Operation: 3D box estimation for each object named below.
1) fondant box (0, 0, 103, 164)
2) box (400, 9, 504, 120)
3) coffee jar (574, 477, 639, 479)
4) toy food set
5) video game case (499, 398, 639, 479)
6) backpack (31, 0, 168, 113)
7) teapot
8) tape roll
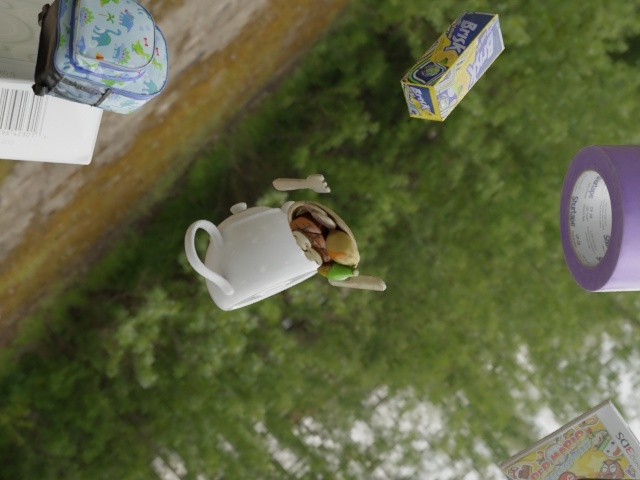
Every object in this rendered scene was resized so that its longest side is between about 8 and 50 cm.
[{"bbox_3d":[-0.391,-0.209,1.294,0.238,0.330,0.096,3,121,-29],"label":"fondant box"},{"bbox_3d":[0.175,-0.231,1.573,0.054,0.059,0.169,14,-130,35],"label":"box"},{"bbox_3d":[0.301,0.269,1.132,0.079,0.096,0.184,-58,-173,-20],"label":"coffee jar"},{"bbox_3d":[0.000,0.000,1.639,0.038,0.192,0.132,-44,-154,-30],"label":"toy food set"},{"bbox_3d":[0.456,0.414,2.055,0.227,0.206,0.026,-35,180,18],"label":"video game case"},{"bbox_3d":[-0.196,-0.175,1.113,0.084,0.114,0.105,-27,-125,46],"label":"backpack"},{"bbox_3d":[-0.132,0.015,2.357,0.252,0.187,0.256,-24,175,-6],"label":"teapot"},{"bbox_3d":[0.380,-0.029,1.539,0.080,0.189,0.189,-1,169,-13],"label":"tape roll"}]
